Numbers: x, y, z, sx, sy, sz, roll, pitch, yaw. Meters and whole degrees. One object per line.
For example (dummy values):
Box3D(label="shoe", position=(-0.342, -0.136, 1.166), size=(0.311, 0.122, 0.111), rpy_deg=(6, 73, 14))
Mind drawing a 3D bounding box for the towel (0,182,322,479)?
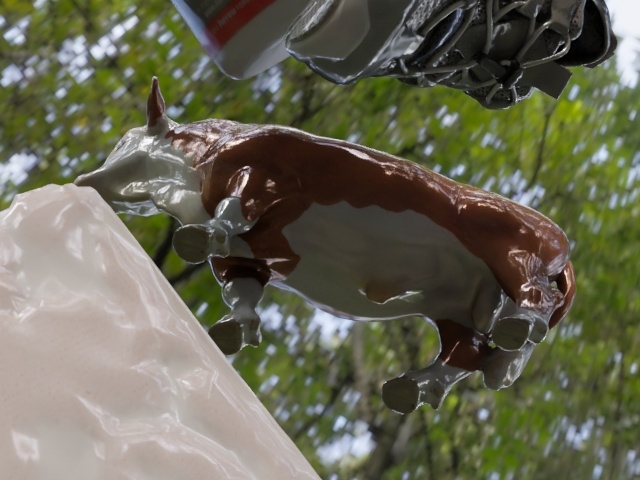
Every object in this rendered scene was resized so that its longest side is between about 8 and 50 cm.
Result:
Box3D(label="towel", position=(-0.057, 0.159, 0.343), size=(0.317, 0.332, 0.053), rpy_deg=(51, -55, 7))

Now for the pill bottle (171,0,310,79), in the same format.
Box3D(label="pill bottle", position=(-0.067, -0.248, 1.090), size=(0.161, 0.161, 0.283), rpy_deg=(-36, -91, 27))

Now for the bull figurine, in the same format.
Box3D(label="bull figurine", position=(0.000, 0.000, 1.117), size=(0.310, 0.188, 0.101), rpy_deg=(12, -60, 1))

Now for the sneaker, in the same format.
Box3D(label="sneaker", position=(0.085, -0.120, 0.982), size=(0.115, 0.281, 0.105), rpy_deg=(49, -58, 9))
